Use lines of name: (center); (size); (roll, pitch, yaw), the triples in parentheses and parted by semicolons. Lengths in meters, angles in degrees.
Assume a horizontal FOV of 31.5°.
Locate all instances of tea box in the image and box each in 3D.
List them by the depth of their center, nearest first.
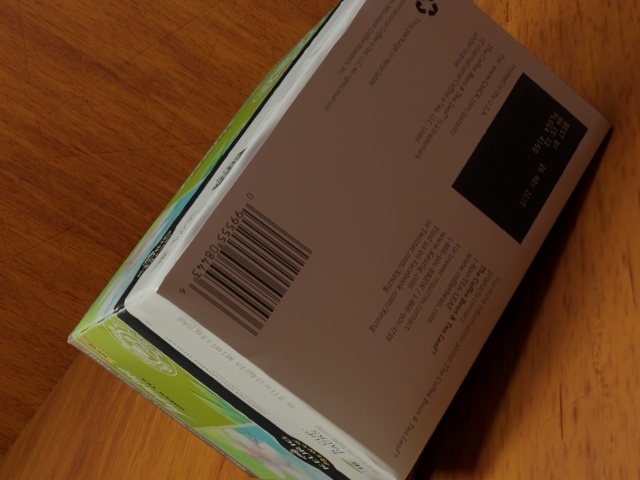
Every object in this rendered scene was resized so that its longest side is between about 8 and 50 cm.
tea box: (0.000, 0.000, 0.919); (0.329, 0.220, 0.323); (-56, 11, -22)

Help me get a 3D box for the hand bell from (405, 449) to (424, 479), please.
hand bell: (-0.002, 0.240, 0.801); (0.242, 0.126, 0.126); (-50, 10, -21)
